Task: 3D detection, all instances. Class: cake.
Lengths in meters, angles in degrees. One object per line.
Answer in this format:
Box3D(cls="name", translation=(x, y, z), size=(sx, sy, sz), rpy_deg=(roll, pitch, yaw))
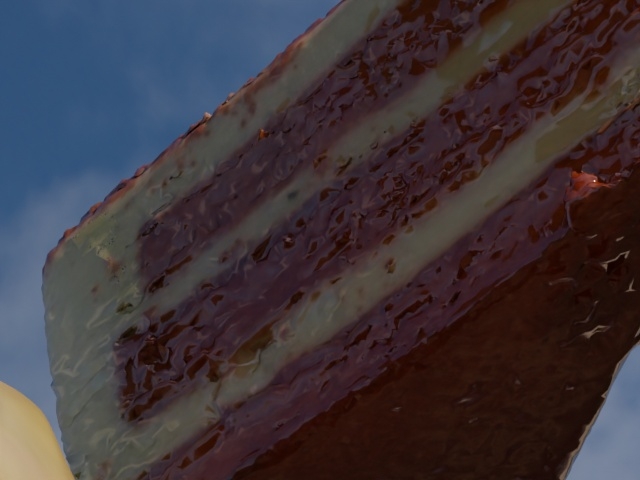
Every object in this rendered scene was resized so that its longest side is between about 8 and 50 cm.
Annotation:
Box3D(cls="cake", translation=(0.000, 0.000, 0.609), size=(0.160, 0.158, 0.262), rpy_deg=(-3, -41, -19))

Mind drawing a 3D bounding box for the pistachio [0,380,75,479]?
Box3D(cls="pistachio", translation=(-0.159, 0.100, 0.350), size=(0.230, 0.309, 0.230), rpy_deg=(2, -81, 10))
